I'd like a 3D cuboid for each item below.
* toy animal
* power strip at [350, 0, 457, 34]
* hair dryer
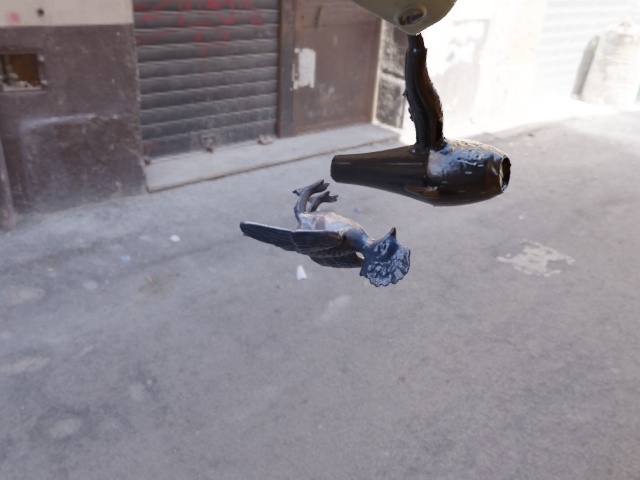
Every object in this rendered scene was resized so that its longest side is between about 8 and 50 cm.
[{"bbox_3d":[0.000,0.000,0.834,0.255,0.177,0.239,-17,-23,22],"label":"toy animal"},{"bbox_3d":[0.024,-0.262,0.372,0.046,0.271,0.117,-22,-21,39],"label":"power strip"},{"bbox_3d":[0.124,-0.206,0.854,0.303,0.360,0.120,12,47,33],"label":"hair dryer"}]
